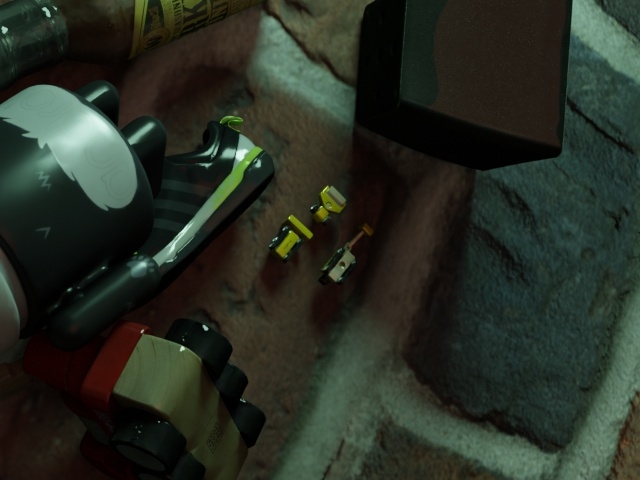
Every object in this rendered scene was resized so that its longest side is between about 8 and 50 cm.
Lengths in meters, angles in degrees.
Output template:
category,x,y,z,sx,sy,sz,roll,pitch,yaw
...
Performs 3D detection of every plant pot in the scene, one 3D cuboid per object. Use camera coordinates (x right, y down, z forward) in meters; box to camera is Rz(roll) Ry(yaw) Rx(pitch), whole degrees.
category,x,y,z,sx,sy,sz,roll,pitch,yaw
plant pot,0.137,-0.181,1.268,0.167,0.187,0.188,6,87,-18

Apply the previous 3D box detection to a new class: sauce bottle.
category,x,y,z,sx,sy,sz,roll,pitch,yaw
sauce bottle,-0.166,-0.227,1.127,0.344,0.111,0.111,-30,104,-25

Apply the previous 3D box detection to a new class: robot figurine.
category,x,y,z,sx,sy,sz,roll,pitch,yaw
robot figurine,-0.252,-0.018,1.029,0.278,0.209,0.174,-42,122,-34

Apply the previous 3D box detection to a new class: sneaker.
category,x,y,z,sx,sy,sz,roll,pitch,yaw
sneaker,-0.146,-0.026,1.168,0.097,0.084,0.234,44,66,3

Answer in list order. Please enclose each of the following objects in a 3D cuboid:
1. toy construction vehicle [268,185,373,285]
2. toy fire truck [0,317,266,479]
category,x,y,z,sx,sy,sz,roll,pitch,yaw
toy construction vehicle,0.000,0.000,1.267,0.086,0.035,0.098,41,67,-12
toy fire truck,-0.202,0.155,1.081,0.217,0.246,0.158,73,38,-57
